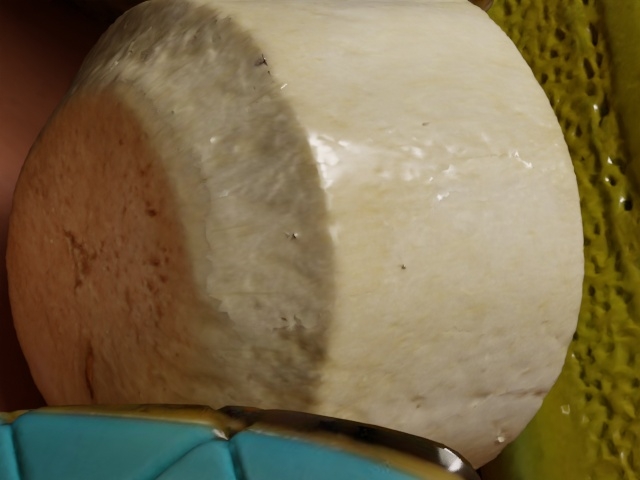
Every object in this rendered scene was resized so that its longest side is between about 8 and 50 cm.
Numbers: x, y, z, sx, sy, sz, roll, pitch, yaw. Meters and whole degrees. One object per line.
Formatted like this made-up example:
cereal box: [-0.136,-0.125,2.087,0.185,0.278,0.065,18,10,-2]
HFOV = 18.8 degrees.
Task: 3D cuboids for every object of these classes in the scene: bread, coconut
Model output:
bread: [0.143,0.033,0.869,0.112,0.166,0.383,40,32,-47]
coconut: [0.000,0.000,0.745,0.222,0.202,0.202,-8,63,-38]

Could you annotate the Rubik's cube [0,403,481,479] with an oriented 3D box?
Rubik's cube: [-0.081,0.159,0.606,0.254,0.254,0.254,21,47,-24]

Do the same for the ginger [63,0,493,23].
ginger: [-0.023,-0.158,0.818,0.221,0.276,0.130,24,67,-6]
